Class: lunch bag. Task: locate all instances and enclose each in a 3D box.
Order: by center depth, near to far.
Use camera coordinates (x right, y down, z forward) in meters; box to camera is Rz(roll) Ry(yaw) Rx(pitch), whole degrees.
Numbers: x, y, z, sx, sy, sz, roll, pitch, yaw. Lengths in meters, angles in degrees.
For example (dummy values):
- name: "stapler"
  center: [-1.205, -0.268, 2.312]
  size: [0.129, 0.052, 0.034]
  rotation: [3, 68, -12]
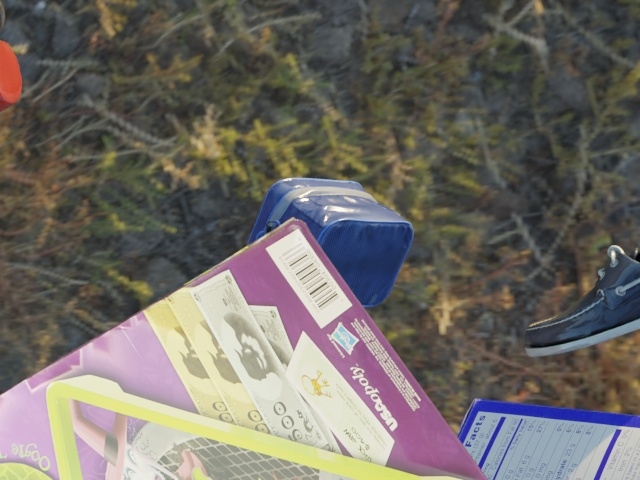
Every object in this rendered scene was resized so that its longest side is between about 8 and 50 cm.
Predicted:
- name: "lunch bag"
  center: [0.000, 0.000, 0.886]
  size: [0.098, 0.065, 0.067]
  rotation: [3, 117, -45]

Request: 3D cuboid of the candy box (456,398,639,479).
- name: "candy box"
  center: [0.271, 0.250, 1.026]
  size: [0.268, 0.317, 0.122]
  rotation: [52, 56, -32]

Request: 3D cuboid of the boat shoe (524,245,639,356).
- name: "boat shoe"
  center: [0.241, 0.029, 1.061]
  size: [0.206, 0.075, 0.065]
  rotation: [-24, 88, 19]

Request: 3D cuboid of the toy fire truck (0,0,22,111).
- name: "toy fire truck"
  center: [-0.184, -0.091, 0.381]
  size: [0.135, 0.047, 0.192]
  rotation: [-27, 109, 5]

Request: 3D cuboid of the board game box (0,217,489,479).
- name: "board game box"
  center: [0.032, 0.169, 0.458]
  size: [0.346, 0.056, 0.208]
  rotation: [54, 29, 2]
